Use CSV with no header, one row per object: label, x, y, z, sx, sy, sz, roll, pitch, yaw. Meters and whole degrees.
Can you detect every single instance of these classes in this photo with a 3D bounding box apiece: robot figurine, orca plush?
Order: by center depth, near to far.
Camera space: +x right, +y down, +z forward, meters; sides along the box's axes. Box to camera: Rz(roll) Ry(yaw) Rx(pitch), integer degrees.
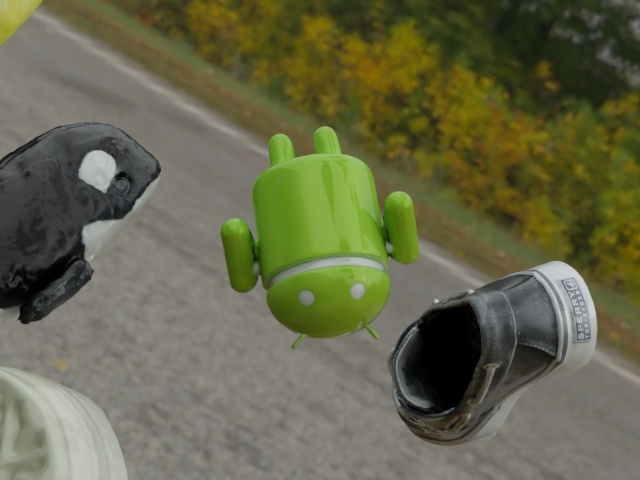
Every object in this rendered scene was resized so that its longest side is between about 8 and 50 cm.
robot figurine,0.000,0.000,0.787,0.101,0.115,0.067,-8,-20,0
orca plush,-0.225,0.011,0.817,0.102,0.287,0.151,57,-4,-22

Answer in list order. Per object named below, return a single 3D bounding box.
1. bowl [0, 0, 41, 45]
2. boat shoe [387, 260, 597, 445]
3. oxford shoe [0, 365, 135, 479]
bowl,-0.346,-0.230,1.128,0.289,0.289,0.156,38,-12,50
boat shoe,0.098,0.097,1.133,0.102,0.108,0.301,-10,-13,-20
oxford shoe,-0.197,0.240,0.474,0.169,0.449,0.130,36,-6,39
